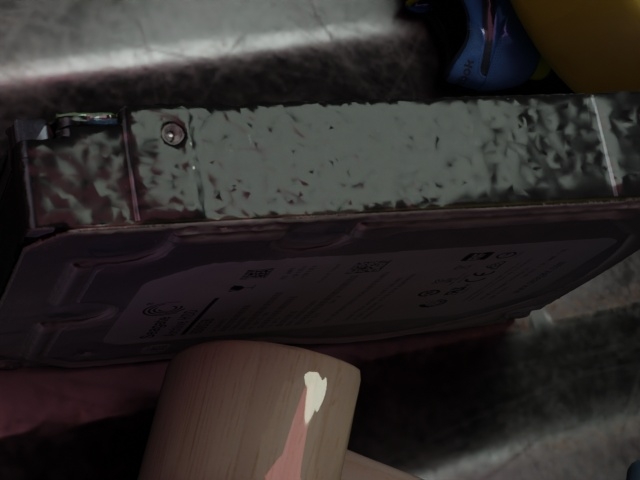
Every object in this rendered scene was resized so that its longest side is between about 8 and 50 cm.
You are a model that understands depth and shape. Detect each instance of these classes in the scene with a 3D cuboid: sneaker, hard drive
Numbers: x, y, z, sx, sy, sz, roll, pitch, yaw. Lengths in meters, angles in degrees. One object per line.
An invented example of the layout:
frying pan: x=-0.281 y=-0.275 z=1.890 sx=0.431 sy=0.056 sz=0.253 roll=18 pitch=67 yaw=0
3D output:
sneaker: x=0.091 y=-0.196 z=0.927 sx=0.082 sy=0.069 sz=0.209 roll=-6 pitch=74 yaw=-18
hard drive: x=0.000 y=0.000 z=0.731 sx=0.339 sy=0.237 sz=0.064 roll=-3 pitch=72 yaw=-21

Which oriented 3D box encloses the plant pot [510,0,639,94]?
plant pot: x=0.267 y=-0.219 z=0.863 sx=0.254 sy=0.239 sz=0.254 roll=15 pitch=65 yaw=-36

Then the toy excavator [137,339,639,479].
toy excavator: x=0.181 y=0.180 z=0.758 sx=0.433 sy=0.445 sz=0.222 roll=42 pitch=52 yaw=-49
